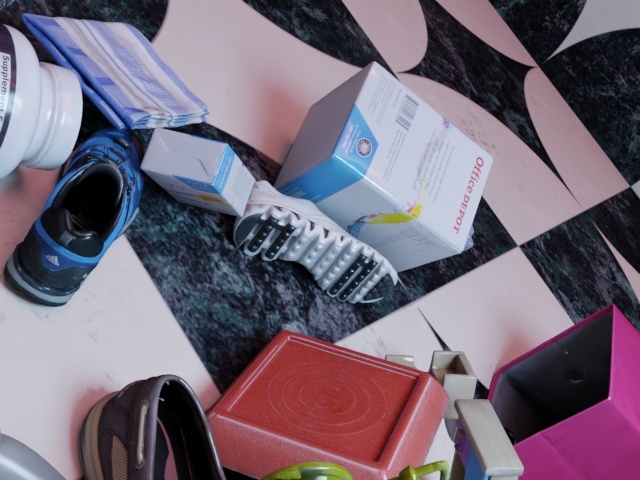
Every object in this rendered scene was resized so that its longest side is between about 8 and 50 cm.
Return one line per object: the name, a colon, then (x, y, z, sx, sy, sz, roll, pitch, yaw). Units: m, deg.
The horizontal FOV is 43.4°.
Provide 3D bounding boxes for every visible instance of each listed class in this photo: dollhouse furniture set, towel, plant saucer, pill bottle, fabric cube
dollhouse furniture set: (0.066, 0.298, 1.054, 0.303, 0.198, 0.286, 3, 24, -9)
towel: (-0.278, -0.243, 1.151, 0.209, 0.034, 0.285, 48, 17, 0)
plant saucer: (0.006, 0.198, 0.957, 0.259, 0.047, 0.258, 14, 26, 17)
pill bottle: (-0.427, -0.161, 0.843, 0.323, 0.181, 0.181, 8, 51, -44)
fabric cube: (0.443, 0.313, 1.288, 0.258, 0.259, 0.254, 46, 34, -9)

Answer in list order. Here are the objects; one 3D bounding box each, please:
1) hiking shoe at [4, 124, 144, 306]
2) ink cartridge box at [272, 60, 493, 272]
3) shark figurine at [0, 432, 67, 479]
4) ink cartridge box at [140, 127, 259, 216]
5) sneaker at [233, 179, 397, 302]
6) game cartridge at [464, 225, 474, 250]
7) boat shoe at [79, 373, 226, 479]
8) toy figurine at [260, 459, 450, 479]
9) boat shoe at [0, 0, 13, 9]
hiking shoe: (-0.261, -0.054, 0.967, 0.113, 0.132, 0.304, 34, 37, -21)
ink cartridge box: (0.103, -0.107, 1.317, 0.270, 0.197, 0.198, 35, 61, -20)
shark figurine: (-0.331, 0.190, 0.676, 0.278, 0.116, 0.166, 2, 54, -49)
ink cartridge box: (-0.157, -0.084, 1.094, 0.181, 0.104, 0.061, 55, 51, -73)
sneaker: (0.000, 0.000, 1.239, 0.292, 0.110, 0.118, 30, 30, -26)
game cartridge: (0.173, -0.106, 1.571, 0.294, 0.060, 0.196, 24, 45, -32)
boat shoe: (-0.134, 0.293, 0.774, 0.132, 0.130, 0.355, -1, 58, -48)
toy figurine: (0.034, 0.365, 0.730, 0.191, 0.362, 0.217, 0, 54, 3)
boat shoe: (-0.516, -0.288, 0.947, 0.335, 0.121, 0.119, -11, 73, -40)
